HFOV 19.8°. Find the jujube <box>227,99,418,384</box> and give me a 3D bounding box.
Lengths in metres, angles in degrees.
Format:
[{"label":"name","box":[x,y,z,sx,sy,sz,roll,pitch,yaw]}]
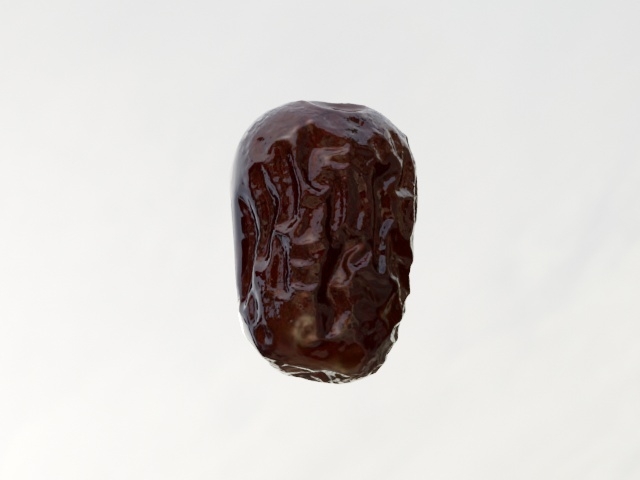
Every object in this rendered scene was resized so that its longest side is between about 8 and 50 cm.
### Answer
[{"label":"jujube","box":[0.000,0.000,1.456,0.155,0.155,0.230,66,-153,-67]}]
